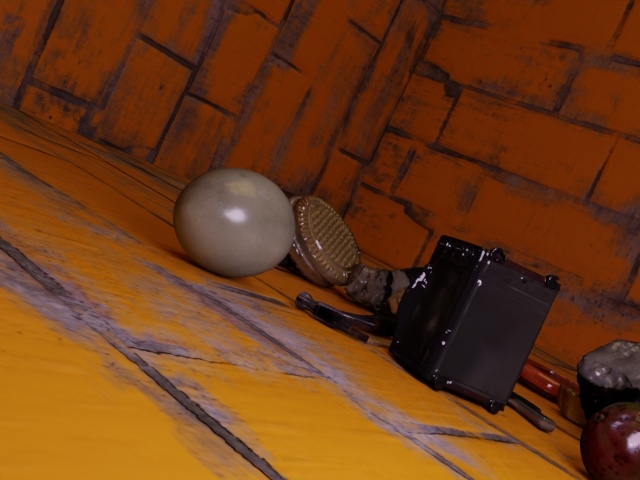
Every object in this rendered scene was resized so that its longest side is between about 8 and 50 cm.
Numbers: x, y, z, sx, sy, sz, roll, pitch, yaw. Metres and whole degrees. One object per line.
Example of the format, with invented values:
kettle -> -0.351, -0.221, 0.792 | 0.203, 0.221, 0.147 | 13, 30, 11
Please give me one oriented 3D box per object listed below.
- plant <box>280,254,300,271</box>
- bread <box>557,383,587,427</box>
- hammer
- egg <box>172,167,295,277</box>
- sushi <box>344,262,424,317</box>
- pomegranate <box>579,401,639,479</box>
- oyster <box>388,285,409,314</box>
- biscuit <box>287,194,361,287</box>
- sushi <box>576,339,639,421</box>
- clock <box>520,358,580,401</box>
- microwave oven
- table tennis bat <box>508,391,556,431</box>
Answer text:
plant -> -0.081, 0.031, 1.955 | 0.087, 0.085, 0.174 | 1, -4, 29
bread -> 0.565, 0.360, 1.664 | 0.187, 0.065, 0.103 | 28, 6, 23
hammer -> 0.082, 0.153, 1.514 | 0.137, 0.037, 0.290 | 27, 4, 33
egg -> -0.146, -0.030, 1.395 | 0.186, 0.187, 0.253 | 28, 9, 34
sushi -> 0.133, 0.120, 1.937 | 0.273, 0.134, 0.109 | 5, 2, -37
pomegranate -> 0.435, 0.311, 1.145 | 0.129, 0.159, 0.129 | -13, -5, -1
oyster -> 0.284, 0.190, 1.901 | 0.271, 0.100, 0.275 | 35, 15, 5
biscuit -> 0.000, 0.000, 1.957 | 0.259, 0.079, 0.259 | 41, 32, -33
sushi -> 0.607, 0.318, 1.440 | 0.234, 0.208, 0.348 | -23, 27, -28
clock -> 0.539, 0.337, 1.913 | 0.205, 0.051, 0.205 | 26, 4, -2
microwave oven -> 0.250, 0.132, 1.364 | 0.188, 0.247, 0.178 | 26, 0, -20
table tennis bat -> 0.349, 0.292, 1.495 | 0.154, 0.021, 0.274 | 24, 1, -17
